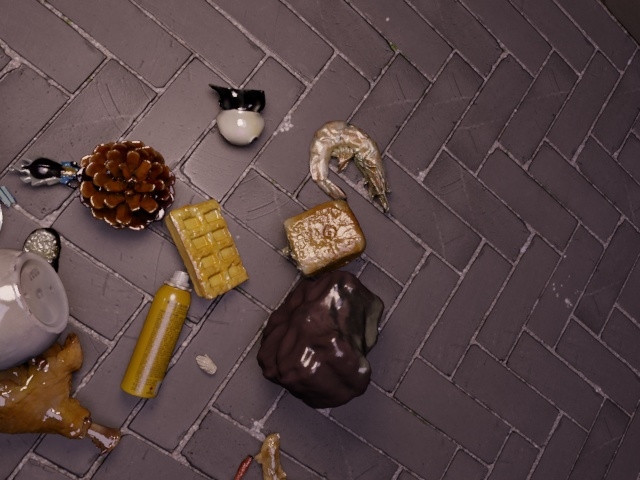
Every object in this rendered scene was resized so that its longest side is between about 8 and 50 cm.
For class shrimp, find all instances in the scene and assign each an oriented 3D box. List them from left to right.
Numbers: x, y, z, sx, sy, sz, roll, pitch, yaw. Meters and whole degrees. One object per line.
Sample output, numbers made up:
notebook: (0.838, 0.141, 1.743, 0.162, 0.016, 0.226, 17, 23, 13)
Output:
shrimp: (0.105, -0.225, 1.572, 0.247, 0.085, 0.360, -37, 96, -8)

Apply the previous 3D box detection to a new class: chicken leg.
chicken leg: (-0.681, 0.395, 1.235, 0.409, 0.182, 0.295, 37, 60, -18)

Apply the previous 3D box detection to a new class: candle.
candle: (-0.253, 0.721, 1.428, 0.026, 0.021, 0.167, 29, 79, 11)

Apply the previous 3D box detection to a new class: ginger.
ginger: (-0.110, 0.734, 1.447, 0.131, 0.086, 0.294, -17, 88, 3)

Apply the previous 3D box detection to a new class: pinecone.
pinecone: (-0.511, -0.141, 1.264, 0.264, 0.264, 0.264, 1, 87, -19)

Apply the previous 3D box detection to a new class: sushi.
sushi: (-0.738, 0.041, 1.263, 0.090, 0.078, 0.150, 6, 92, -19)

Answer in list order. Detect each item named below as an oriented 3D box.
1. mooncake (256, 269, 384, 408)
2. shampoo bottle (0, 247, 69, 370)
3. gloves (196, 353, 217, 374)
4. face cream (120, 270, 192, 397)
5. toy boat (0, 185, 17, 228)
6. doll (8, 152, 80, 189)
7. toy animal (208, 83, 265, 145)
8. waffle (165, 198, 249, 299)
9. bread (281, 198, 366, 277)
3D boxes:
mooncake: (-0.006, 0.272, 1.355, 0.350, 0.381, 0.212, -34, 119, 23)
shampoo bottle: (-0.757, 0.166, 1.095, 0.266, 0.273, 0.273, -22, 95, -6)
gloves: (-0.332, 0.367, 1.413, 0.081, 0.037, 0.044, 32, 42, -10)
face cream: (-0.446, 0.253, 1.340, 0.105, 0.105, 0.348, 21, 81, -17)
toy boat: (-0.932, -0.030, 1.211, 0.210, 0.070, 0.291, 20, 77, -22)
doll: (-0.726, -0.185, 1.286, 0.195, 0.070, 0.096, 4, 71, -26)
toy animal: (-0.249, -0.375, 1.431, 0.166, 0.138, 0.179, 1, 95, 1)
waffle: (-0.327, 0.023, 1.381, 0.168, 0.057, 0.274, -28, 98, -48)
bread: (0.000, 0.000, 1.470, 0.246, 0.176, 0.195, -22, 77, -5)
